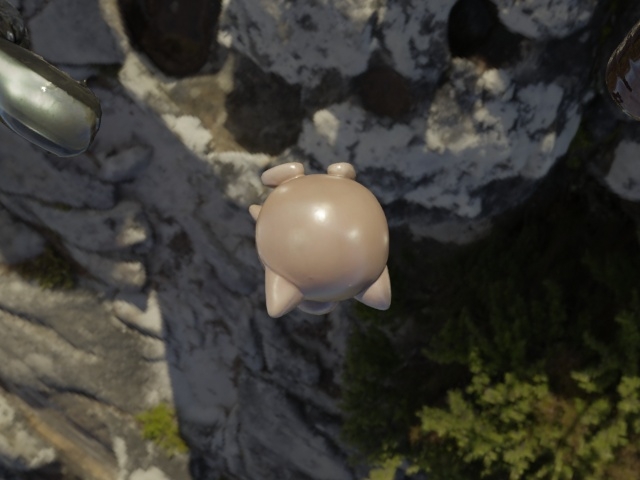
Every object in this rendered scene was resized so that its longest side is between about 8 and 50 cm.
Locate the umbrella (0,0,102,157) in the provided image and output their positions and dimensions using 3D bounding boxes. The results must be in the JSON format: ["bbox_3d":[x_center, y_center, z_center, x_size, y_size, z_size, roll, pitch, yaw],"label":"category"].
[{"bbox_3d":[-0.167,-0.101,0.420,0.248,0.071,0.070,31,143,44],"label":"umbrella"}]

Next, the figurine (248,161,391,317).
[{"bbox_3d":[0.000,0.000,0.854,0.125,0.125,0.138,-14,80,37],"label":"figurine"}]

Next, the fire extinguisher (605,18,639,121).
[{"bbox_3d":[0.237,-0.160,0.560,0.099,0.071,0.231,29,154,5],"label":"fire extinguisher"}]
